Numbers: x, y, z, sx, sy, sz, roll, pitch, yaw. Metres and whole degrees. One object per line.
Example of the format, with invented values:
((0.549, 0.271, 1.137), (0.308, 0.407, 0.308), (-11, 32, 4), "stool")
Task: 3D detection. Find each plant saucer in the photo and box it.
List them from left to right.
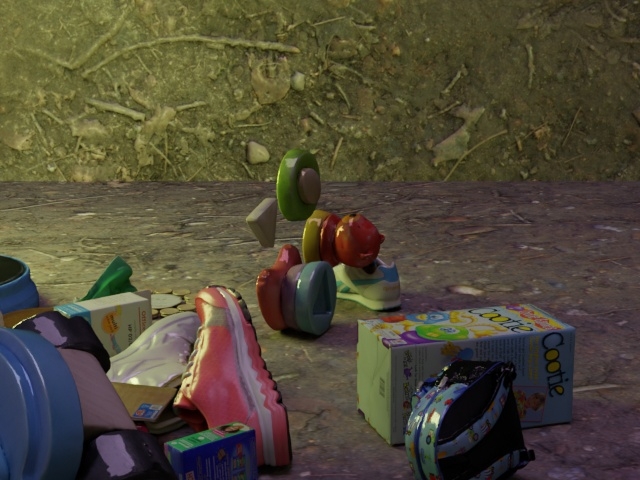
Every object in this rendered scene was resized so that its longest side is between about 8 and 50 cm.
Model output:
((-0.497, 0.153, 2.070), (0.199, 0.036, 0.198), (-1, 12, 0), "plant saucer")

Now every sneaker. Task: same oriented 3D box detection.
((-0.210, 0.200, 1.729), (0.169, 0.108, 0.292), (9, 26, 30), "sneaker")
((-0.141, 0.179, 1.581), (0.136, 0.116, 0.313), (-15, 45, -12), "sneaker")
((0.074, 0.069, 2.290), (0.087, 0.092, 0.229), (-13, 17, -38), "sneaker")

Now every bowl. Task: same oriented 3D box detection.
((-0.736, 0.097, 2.231), (0.391, 0.077, 0.391), (0, 13, 0), "bowl")

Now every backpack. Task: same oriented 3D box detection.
((0.165, 0.241, 1.425), (0.117, 0.158, 0.173), (0, 22, 40), "backpack")

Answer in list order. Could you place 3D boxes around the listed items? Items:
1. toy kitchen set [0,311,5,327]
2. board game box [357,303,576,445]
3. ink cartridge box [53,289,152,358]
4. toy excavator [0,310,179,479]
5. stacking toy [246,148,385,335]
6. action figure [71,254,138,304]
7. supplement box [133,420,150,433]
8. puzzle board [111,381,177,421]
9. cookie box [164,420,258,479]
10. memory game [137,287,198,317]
((-0.590, 0.193, 1.802), (0.166, 0.122, 0.207), (-10, -4, -36), "toy kitchen set")
((0.203, 0.184, 1.668), (0.275, 0.144, 0.142), (-4, 13, -17), "board game box")
((-0.339, 0.148, 1.928), (0.181, 0.104, 0.062), (-11, 17, -38), "ink cartridge box")
((-0.421, 0.252, 1.043), (0.445, 0.433, 0.222), (15, 29, -46), "toy excavator")
((0.000, 0.000, 2.090), (0.130, 0.279, 0.309), (4, 39, 23), "stacking toy")
((-0.389, 0.132, 2.027), (0.064, 0.137, 0.232), (-19, 13, 27), "action figure")
((-0.275, 0.272, 1.459), (0.130, 0.073, 0.239), (-5, 12, -18), "supplement box")
((-0.248, 0.213, 1.540), (0.096, 0.011, 0.128), (6, 11, 5), "puzzle board")
((-0.129, 0.275, 1.401), (0.107, 0.091, 0.040), (-11, 14, -39), "cookie box")
((-0.313, 0.120, 2.256), (0.186, 0.012, 0.186), (0, 13, 0), "memory game")
